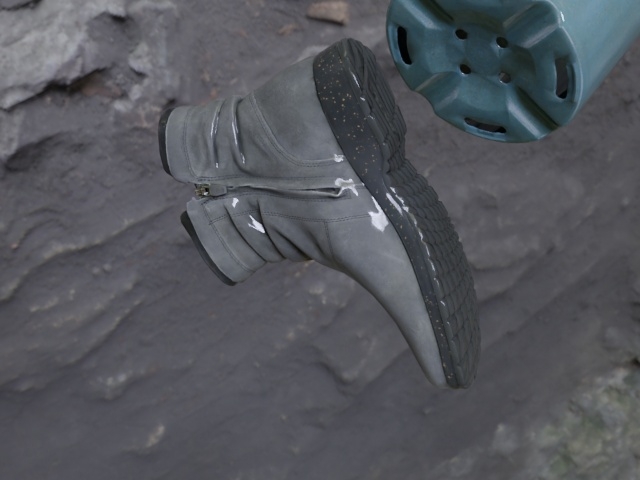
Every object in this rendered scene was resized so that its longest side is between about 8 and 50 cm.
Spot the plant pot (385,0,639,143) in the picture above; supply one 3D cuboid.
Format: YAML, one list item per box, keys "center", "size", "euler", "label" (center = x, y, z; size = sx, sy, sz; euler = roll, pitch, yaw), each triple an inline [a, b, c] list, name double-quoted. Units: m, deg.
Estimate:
- center: [0.267, -0.319, 1.083]
  size: [0.334, 0.341, 0.341]
  euler: [-53, 158, -27]
  label: "plant pot"

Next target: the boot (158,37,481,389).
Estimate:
- center: [0.000, 0.000, 0.596]
  size: [0.161, 0.247, 0.083]
  euler: [-21, -173, 24]
  label: "boot"
